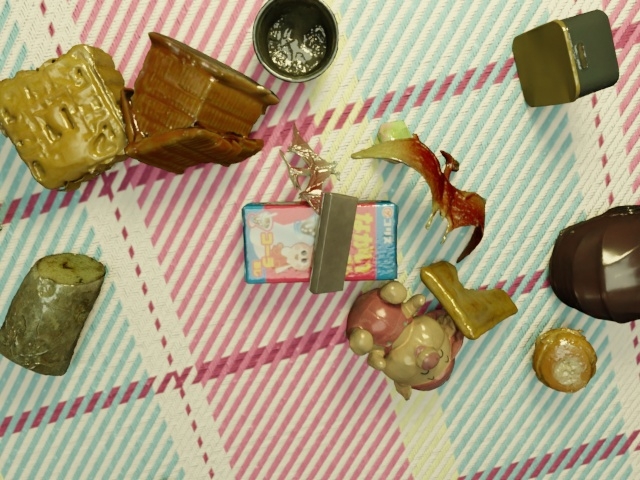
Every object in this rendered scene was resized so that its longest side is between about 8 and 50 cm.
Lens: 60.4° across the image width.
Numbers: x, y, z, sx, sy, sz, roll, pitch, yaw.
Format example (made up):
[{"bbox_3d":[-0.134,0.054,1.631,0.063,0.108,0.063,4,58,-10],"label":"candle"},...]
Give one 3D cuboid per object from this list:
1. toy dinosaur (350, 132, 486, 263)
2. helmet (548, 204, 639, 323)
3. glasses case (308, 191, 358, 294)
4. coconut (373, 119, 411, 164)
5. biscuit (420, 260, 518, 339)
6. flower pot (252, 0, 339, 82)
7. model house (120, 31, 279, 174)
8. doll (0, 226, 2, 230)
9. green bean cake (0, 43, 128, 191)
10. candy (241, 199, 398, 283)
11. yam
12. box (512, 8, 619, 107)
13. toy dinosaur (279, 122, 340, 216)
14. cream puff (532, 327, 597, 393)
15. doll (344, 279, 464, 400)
[{"bbox_3d":[0.207,-0.083,1.060,0.327,0.113,0.206,11,67,-42],"label":"toy dinosaur"},{"bbox_3d":[0.630,0.052,1.100,0.306,0.177,0.224,-19,99,4],"label":"helmet"},{"bbox_3d":[0.021,0.005,1.030,0.072,0.042,0.190,-2,105,-44],"label":"glasses case"},{"bbox_3d":[0.144,-0.191,1.084,0.081,0.082,0.083,-16,125,-4],"label":"coconut"},{"bbox_3d":[0.307,0.108,1.143,0.183,0.174,0.039,52,139,18],"label":"biscuit"},{"bbox_3d":[-0.046,-0.375,1.028,0.158,0.107,0.157,-1,105,-2],"label":"flower pot"},{"bbox_3d":[-0.232,-0.228,1.016,0.220,0.199,0.229,36,101,26],"label":"model house"},{"bbox_3d":[-0.708,-0.005,1.069,0.159,0.158,0.059,-28,76,-24],"label":"doll"},{"bbox_3d":[-0.465,-0.227,1.033,0.224,0.131,0.229,-25,100,4],"label":"green bean cake"},{"bbox_3d":[0.000,0.000,1.110,0.306,0.100,0.157,-2,100,0],"label":"candy"},{"bbox_3d":[-0.546,0.152,1.104,0.154,0.154,0.254,27,102,-7],"label":"yam"},{"bbox_3d":[0.445,-0.329,1.005,0.090,0.201,0.144,-18,100,-2],"label":"box"},{"bbox_3d":[-0.018,-0.138,1.073,0.108,0.032,0.220,-11,66,-9],"label":"toy dinosaur"},{"bbox_3d":[0.516,0.252,1.173,0.126,0.103,0.143,-5,102,13],"label":"cream puff"},{"bbox_3d":[0.175,0.205,1.122,0.256,0.152,0.196,40,112,-20],"label":"doll"}]
